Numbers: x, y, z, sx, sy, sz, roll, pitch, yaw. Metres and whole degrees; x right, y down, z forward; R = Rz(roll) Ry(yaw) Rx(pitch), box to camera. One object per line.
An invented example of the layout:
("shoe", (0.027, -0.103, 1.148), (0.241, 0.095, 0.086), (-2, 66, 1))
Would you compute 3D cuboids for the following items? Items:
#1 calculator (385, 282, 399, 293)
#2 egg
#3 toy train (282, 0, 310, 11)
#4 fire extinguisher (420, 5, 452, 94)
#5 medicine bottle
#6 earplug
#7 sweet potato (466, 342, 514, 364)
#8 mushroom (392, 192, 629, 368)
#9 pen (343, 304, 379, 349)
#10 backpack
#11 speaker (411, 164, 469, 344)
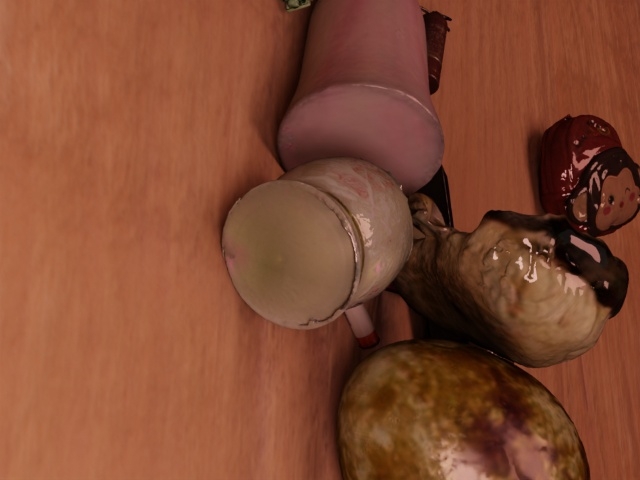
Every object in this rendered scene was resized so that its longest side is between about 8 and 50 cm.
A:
("calculator", (0.068, -0.003, 1.361), (0.190, 0.034, 0.127), (23, 58, -63))
("egg", (0.137, 0.222, 1.177), (0.289, 0.238, 0.238), (53, 33, -12))
("toy train", (-0.027, -0.293, 1.307), (0.053, 0.033, 0.083), (22, 60, -61))
("fire extinguisher", (0.143, -0.270, 1.602), (0.078, 0.045, 0.157), (32, 48, -24))
("medicine bottle", (0.000, 0.000, 1.111), (0.143, 0.147, 0.147), (-30, 104, -58))
("earplug", (0.047, -0.204, 1.296), (0.172, 0.172, 0.301), (51, 30, -40))
("sweet potato", (0.208, 0.183, 1.496), (0.075, 0.074, 0.269), (13, 79, -59))
("mushroom", (0.168, 0.040, 1.208), (0.247, 0.344, 0.130), (29, 83, -24))
("pen", (0.011, 0.023, 1.251), (0.218, 0.026, 0.026), (65, 30, -22))
("backpack", (0.447, -0.109, 1.998), (0.229, 0.139, 0.229), (5, 82, -44))
("speaker", (0.148, 0.022, 1.461), (0.082, 0.044, 0.218), (39, 43, -76))
